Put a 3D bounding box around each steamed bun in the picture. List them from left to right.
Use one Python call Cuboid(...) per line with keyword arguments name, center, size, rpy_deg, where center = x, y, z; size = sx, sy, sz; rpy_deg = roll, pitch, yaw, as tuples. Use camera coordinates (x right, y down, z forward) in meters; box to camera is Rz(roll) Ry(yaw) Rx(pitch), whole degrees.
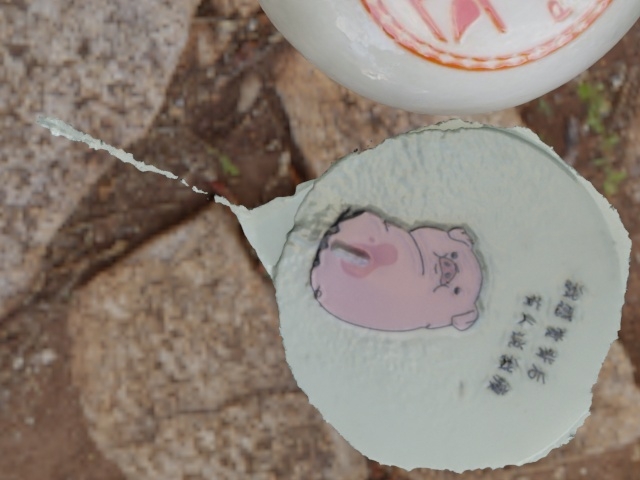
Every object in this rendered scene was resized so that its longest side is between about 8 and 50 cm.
Cuboid(name="steamed bun", center=(0.070, -0.170, 0.712), size=(0.231, 0.145, 0.232), rpy_deg=(-1, 109, -3))

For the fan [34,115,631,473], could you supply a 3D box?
Cuboid(name="fan", center=(0.000, 0.000, 0.716), size=(0.310, 0.182, 0.010), rpy_deg=(22, 175, 2))
